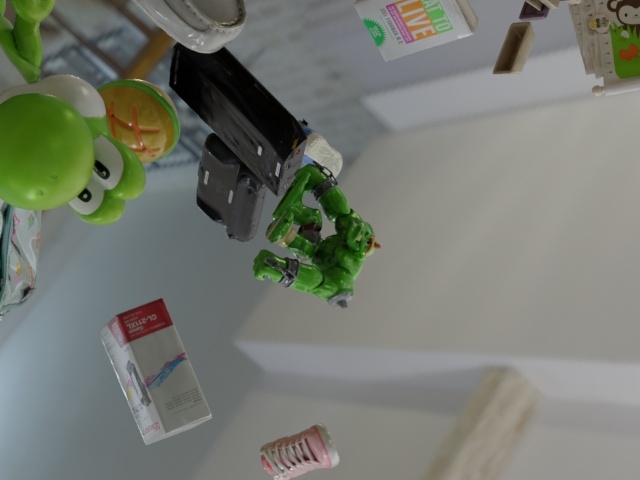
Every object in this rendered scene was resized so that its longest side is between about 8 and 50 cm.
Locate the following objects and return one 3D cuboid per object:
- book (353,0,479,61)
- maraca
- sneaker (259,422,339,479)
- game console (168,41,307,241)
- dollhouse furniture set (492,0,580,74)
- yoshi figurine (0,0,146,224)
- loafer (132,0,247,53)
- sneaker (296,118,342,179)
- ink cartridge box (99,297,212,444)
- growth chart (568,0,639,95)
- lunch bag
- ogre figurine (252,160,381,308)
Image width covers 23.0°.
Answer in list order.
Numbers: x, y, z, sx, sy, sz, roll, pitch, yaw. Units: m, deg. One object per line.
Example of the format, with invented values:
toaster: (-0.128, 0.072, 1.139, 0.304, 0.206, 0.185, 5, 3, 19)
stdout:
book: (0.129, -0.307, 2.134, 0.144, 0.096, 0.035, -15, -150, 34)
maraca: (-0.262, -0.150, 2.100, 0.185, 0.127, 0.099, -28, -160, 43)
sneaker: (-0.025, 0.237, 1.726, 0.070, 0.051, 0.134, -22, 177, -16)
game console: (-0.120, -0.116, 2.056, 0.044, 0.213, 0.361, -37, 165, -24)
dollhouse furniture set: (0.217, -0.244, 1.722, 0.091, 0.081, 0.114, 5, -110, 54)
yoshi figurine: (-0.327, -0.154, 1.526, 0.203, 0.362, 0.203, -43, 172, -39)
loafer: (-0.147, -0.310, 1.319, 0.111, 0.319, 0.112, -24, -169, 35)
sneaker: (-0.019, -0.156, 2.674, 0.084, 0.152, 0.058, 39, -94, 28)
ink cartridge box: (-0.225, 0.181, 2.142, 0.072, 0.175, 0.127, -21, 173, -23)
growth chart: (0.449, -0.325, 2.330, 0.172, 0.021, 0.237, -19, -109, 10)
lunch bag: (-0.430, -0.035, 2.026, 0.224, 0.107, 0.279, -45, 138, -85)
ogre figurine: (0.000, 0.000, 1.765, 0.097, 0.118, 0.197, -51, -168, 19)
